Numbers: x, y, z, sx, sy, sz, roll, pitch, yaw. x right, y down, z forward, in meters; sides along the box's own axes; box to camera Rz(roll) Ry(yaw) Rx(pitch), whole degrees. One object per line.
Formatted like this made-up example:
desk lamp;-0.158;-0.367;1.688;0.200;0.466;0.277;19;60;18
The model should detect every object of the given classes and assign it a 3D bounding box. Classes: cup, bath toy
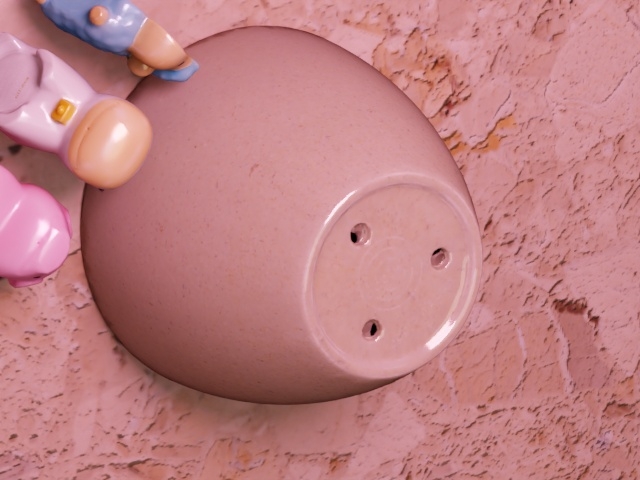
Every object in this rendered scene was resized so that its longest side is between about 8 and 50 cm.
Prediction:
cup;0.000;0.000;1.478;0.331;0.237;0.331;-8;107;-29
bath toy;-0.238;-0.031;1.396;0.348;0.151;0.129;-54;150;-4
